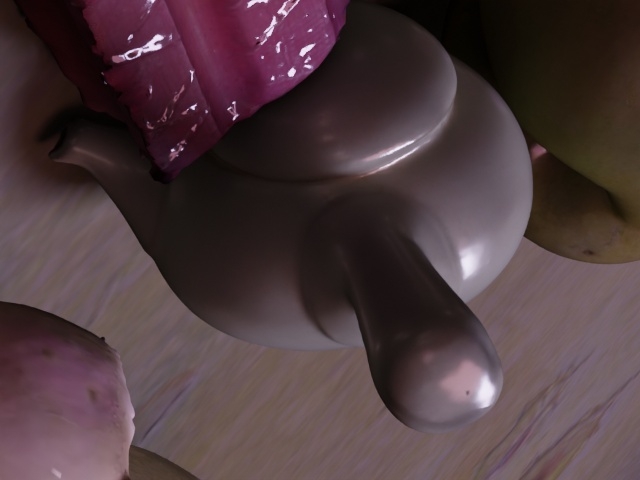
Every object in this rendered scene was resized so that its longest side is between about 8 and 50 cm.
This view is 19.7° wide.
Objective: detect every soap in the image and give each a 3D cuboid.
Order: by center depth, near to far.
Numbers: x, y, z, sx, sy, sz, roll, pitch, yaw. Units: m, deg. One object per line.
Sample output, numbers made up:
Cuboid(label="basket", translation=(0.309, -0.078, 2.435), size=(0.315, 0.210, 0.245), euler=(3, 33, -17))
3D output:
Cuboid(label="soap", translation=(-0.062, -0.171, 0.795), size=(0.182, 0.112, 0.289), euler=(-43, 153, -12))

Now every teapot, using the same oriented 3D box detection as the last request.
Cuboid(label="teapot", translation=(0.033, -0.017, 0.929), size=(0.220, 0.318, 0.149), euler=(-35, 134, -23))

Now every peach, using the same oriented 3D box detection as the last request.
Cuboid(label="peach", translation=(0.207, -0.128, 1.097), size=(0.292, 0.247, 0.292), euler=(-43, 160, -19))

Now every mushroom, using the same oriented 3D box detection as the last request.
Cuboid(label="mushroom", translation=(-0.214, 0.084, 0.915), size=(0.236, 0.173, 0.162), euler=(-24, -141, 42))

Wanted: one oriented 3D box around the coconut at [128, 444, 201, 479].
Cuboid(label="coconut", translation=(-0.122, 0.254, 1.131), size=(0.245, 0.247, 0.245), euler=(-4, 101, -23))

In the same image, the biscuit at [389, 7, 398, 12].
Cuboid(label="biscuit", translation=(0.003, -0.041, 1.157), size=(0.153, 0.030, 0.234), euler=(-17, 140, -49))
